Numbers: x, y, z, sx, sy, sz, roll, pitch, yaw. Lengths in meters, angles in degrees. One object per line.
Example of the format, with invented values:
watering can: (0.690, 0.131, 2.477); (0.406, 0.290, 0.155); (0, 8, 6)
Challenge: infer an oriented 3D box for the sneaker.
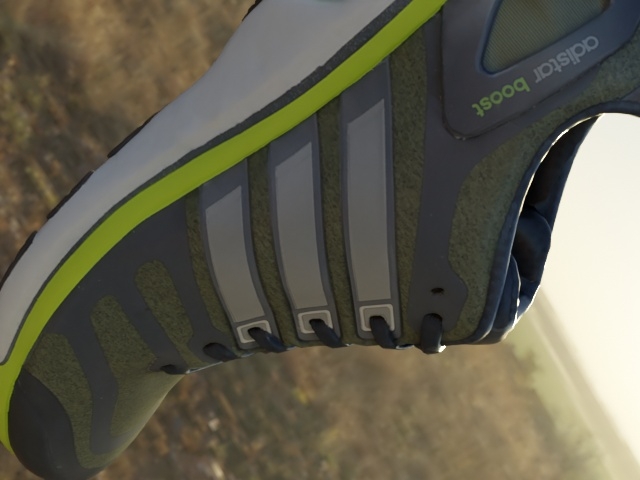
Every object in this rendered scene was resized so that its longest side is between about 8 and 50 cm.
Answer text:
sneaker: (0.000, 0.000, 0.445); (0.121, 0.300, 0.111); (49, 30, 6)
